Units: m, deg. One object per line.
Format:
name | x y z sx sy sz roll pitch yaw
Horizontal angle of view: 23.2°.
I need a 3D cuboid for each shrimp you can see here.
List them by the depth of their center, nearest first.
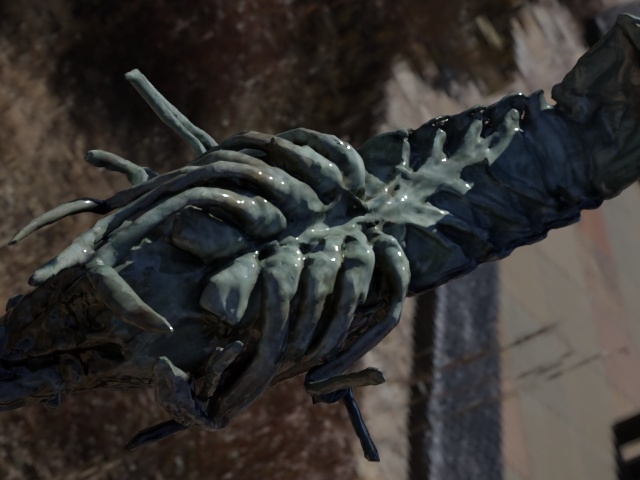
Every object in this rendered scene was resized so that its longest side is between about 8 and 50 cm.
shrimp | -0.004 0.002 0.772 0.410 0.166 0.221 -19 76 -26
